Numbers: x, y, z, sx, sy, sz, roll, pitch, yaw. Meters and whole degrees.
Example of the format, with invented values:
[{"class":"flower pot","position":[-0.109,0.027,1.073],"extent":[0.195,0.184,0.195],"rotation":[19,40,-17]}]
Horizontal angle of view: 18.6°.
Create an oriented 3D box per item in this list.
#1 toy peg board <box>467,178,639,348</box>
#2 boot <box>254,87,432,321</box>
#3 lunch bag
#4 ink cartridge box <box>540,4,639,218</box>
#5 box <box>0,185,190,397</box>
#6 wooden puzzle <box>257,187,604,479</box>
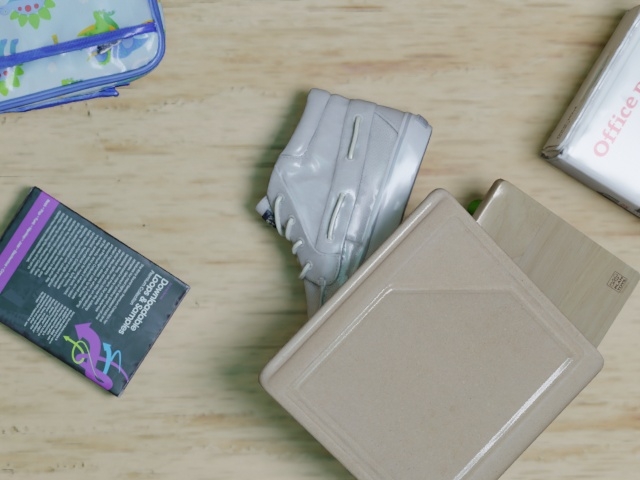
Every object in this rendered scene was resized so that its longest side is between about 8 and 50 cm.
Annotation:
[{"class":"toy peg board","position":[0.163,0.050,1.700],"extent":[0.160,0.079,0.161],"rotation":[33,90,-20]},{"class":"boot","position":[0.000,0.000,1.679],"extent":[0.123,0.095,0.258],"rotation":[18,83,3]},{"class":"lunch bag","position":[-0.243,-0.197,1.650],"extent":[0.219,0.090,0.176],"rotation":[-12,94,-3]},{"class":"ink cartridge box","position":[0.324,-0.084,1.693],"extent":[0.218,0.092,0.159],"rotation":[31,88,-6]},{"class":"box","position":[-0.209,0.044,1.684],"extent":[0.162,0.029,0.116],"rotation":[33,89,-3]},{"class":"wooden puzzle","position":[0.093,0.106,1.629],"extent":[0.221,0.044,0.239],"rotation":[-46,114,-4]}]
